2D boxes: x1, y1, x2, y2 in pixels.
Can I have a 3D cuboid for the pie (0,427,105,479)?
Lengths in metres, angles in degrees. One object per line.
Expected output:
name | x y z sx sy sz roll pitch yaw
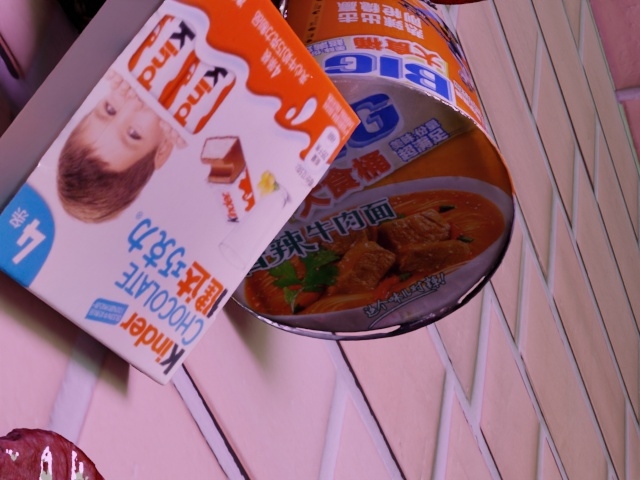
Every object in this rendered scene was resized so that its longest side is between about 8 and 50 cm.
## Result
pie | -0.180 0.225 1.027 0.204 0.054 0.219 -79 150 -45

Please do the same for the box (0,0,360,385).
box | -0.107 -0.053 1.152 0.265 0.048 0.273 -54 148 -6

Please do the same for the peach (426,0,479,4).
peach | 0.139 -0.455 1.868 0.416 0.339 0.353 33 70 -69

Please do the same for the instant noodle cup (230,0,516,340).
instant noodle cup | 0.025 -0.087 1.450 0.214 0.296 0.296 -89 159 -49

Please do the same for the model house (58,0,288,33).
model house | -0.106 -0.207 1.255 0.203 0.164 0.141 -37 130 -58
